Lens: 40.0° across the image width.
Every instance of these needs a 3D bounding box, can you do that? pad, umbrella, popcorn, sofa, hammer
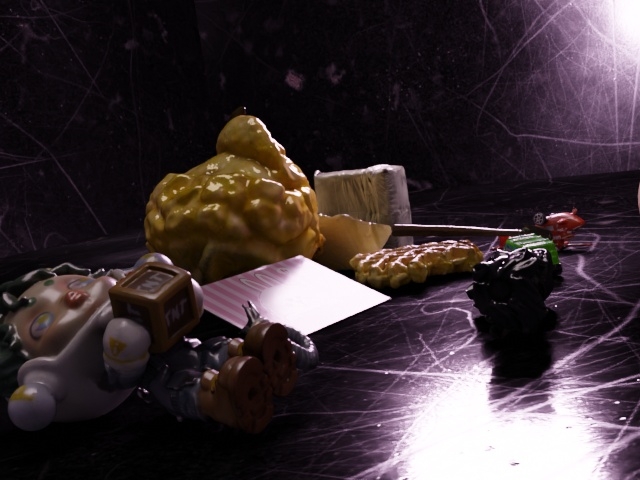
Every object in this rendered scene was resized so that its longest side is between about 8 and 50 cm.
[{"bbox_3d":[-0.049,0.087,1.378,0.202,0.005,0.300,25,24,32],"label":"pad"},{"bbox_3d":[0.255,0.060,1.179,0.110,0.122,0.272,37,12,8],"label":"umbrella"},{"bbox_3d":[-0.163,-0.066,1.679,0.349,0.381,0.349,0,-18,0],"label":"popcorn"},{"bbox_3d":[0.085,-0.061,1.965,0.226,0.210,0.176,-2,10,21],"label":"sofa"},{"bbox_3d":[0.277,-0.014,1.633,0.297,0.026,0.125,3,-6,23],"label":"hammer"}]

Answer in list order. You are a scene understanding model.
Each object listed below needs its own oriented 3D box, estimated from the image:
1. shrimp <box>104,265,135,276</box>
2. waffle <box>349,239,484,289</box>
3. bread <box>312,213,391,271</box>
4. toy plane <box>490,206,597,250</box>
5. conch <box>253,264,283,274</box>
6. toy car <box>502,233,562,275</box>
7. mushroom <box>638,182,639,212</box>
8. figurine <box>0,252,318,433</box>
[{"bbox_3d":[-0.438,0.103,1.799,0.289,0.075,0.178,-8,15,-9],"label":"shrimp"},{"bbox_3d":[0.183,0.040,1.612,0.253,0.056,0.249,-7,6,-8],"label":"waffle"},{"bbox_3d":[0.000,0.000,1.853,0.266,0.141,0.178,-8,-26,42],"label":"bread"},{"bbox_3d":[0.432,-0.015,1.725,0.126,0.077,0.194,-2,-6,-26],"label":"toy plane"},{"bbox_3d":[-0.097,0.085,1.529,0.106,0.079,0.170,6,-9,-31],"label":"conch"},{"bbox_3d":[0.353,0.025,1.494,0.071,0.062,0.165,-9,7,-1],"label":"toy car"},{"bbox_3d":[0.661,-0.100,1.295,0.353,0.353,0.325,-6,38,16],"label":"mushroom"},{"bbox_3d":[-0.222,0.116,0.965,0.382,0.186,0.261,3,22,31],"label":"figurine"}]
